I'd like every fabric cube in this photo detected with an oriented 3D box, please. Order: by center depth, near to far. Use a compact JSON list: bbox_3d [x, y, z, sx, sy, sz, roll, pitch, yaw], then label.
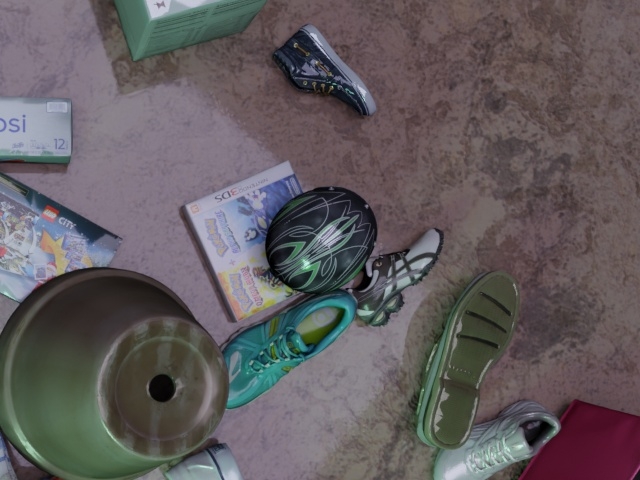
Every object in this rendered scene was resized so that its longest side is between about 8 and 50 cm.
[{"bbox_3d":[0.487,0.439,1.828,0.259,0.258,0.254,41,76,-16],"label":"fabric cube"}]

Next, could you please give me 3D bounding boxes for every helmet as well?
[{"bbox_3d":[0.000,0.000,1.755,0.169,0.161,0.169,2,84,-17],"label":"helmet"}]

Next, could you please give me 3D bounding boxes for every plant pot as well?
[{"bbox_3d":[-0.271,0.198,1.620,0.323,0.280,0.323,1,88,-28],"label":"plant pot"}]

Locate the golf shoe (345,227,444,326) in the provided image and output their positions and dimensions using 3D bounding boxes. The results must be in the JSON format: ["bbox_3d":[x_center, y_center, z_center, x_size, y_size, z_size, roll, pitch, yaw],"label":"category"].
[{"bbox_3d":[0.121,0.043,1.874,0.094,0.077,0.198,41,76,-8],"label":"golf shoe"}]

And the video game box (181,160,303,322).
[{"bbox_3d":[-0.095,0.001,1.838,0.187,0.048,0.205,-25,92,-13],"label":"video game box"}]

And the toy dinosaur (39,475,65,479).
[{"bbox_3d":[-0.393,0.364,1.724,0.082,0.090,0.047,-32,112,16],"label":"toy dinosaur"}]

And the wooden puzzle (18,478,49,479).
[{"bbox_3d":[-0.555,0.494,1.630,0.347,0.080,0.322,4,95,-13],"label":"wooden puzzle"}]

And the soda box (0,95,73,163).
[{"bbox_3d":[-0.515,-0.164,1.715,0.286,0.098,0.091,0,87,-14],"label":"soda box"}]

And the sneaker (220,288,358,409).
[{"bbox_3d":[-0.061,0.162,1.795,0.275,0.110,0.107,-37,95,-4],"label":"sneaker"}]

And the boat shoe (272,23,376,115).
[{"bbox_3d":[0.005,-0.257,1.879,0.083,0.065,0.183,-41,90,-11],"label":"boat shoe"}]

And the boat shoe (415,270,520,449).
[{"bbox_3d":[0.225,0.187,1.874,0.113,0.103,0.302,28,79,-16],"label":"boat shoe"}]

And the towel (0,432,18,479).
[{"bbox_3d":[-0.535,0.327,1.612,0.209,0.034,0.285,-13,52,-24],"label":"towel"}]

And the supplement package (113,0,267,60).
[{"bbox_3d":[-0.206,-0.413,1.729,0.198,0.262,0.199,-18,91,-15],"label":"supplement package"}]

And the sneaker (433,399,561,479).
[{"bbox_3d":[0.288,0.332,1.873,0.232,0.115,0.090,-32,94,-15],"label":"sneaker"}]

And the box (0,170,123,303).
[{"bbox_3d":[-0.439,0.012,1.741,0.233,0.044,0.159,30,78,-14],"label":"box"}]

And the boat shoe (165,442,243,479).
[{"bbox_3d":[-0.151,0.503,1.738,0.156,0.136,0.367,-19,88,-15],"label":"boat shoe"}]
